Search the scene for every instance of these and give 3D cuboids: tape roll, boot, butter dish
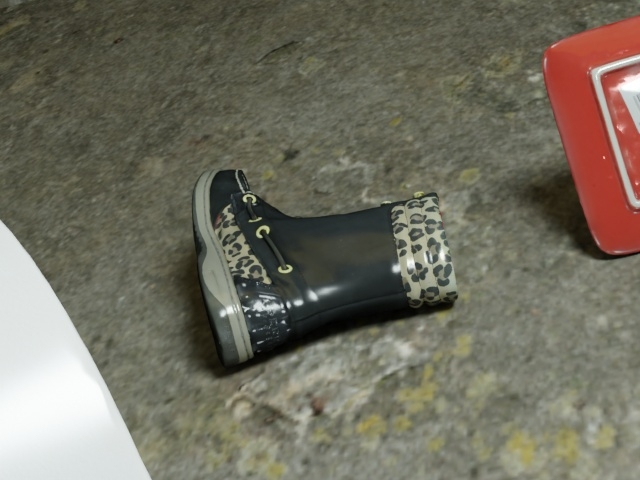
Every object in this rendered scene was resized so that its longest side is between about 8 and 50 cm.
[{"bbox_3d":[-0.154,0.127,0.848,0.100,0.286,0.286,-24,21,-20],"label":"tape roll"},{"bbox_3d":[0.000,0.002,1.340,0.178,0.085,0.236,-14,27,1],"label":"boot"},{"bbox_3d":[0.248,-0.079,1.315,0.160,0.160,0.118,-16,-3,1],"label":"butter dish"}]
